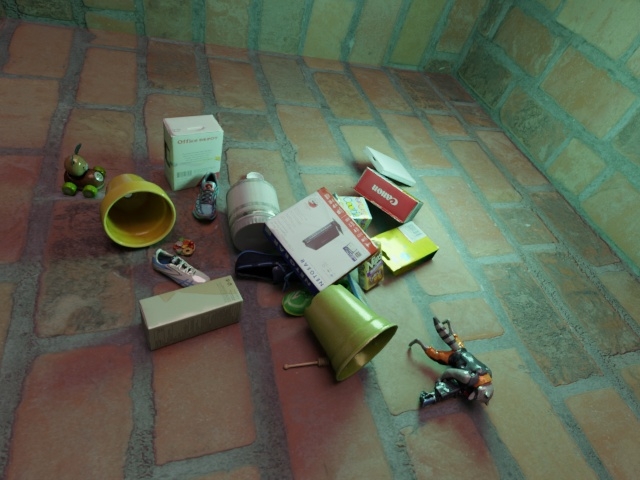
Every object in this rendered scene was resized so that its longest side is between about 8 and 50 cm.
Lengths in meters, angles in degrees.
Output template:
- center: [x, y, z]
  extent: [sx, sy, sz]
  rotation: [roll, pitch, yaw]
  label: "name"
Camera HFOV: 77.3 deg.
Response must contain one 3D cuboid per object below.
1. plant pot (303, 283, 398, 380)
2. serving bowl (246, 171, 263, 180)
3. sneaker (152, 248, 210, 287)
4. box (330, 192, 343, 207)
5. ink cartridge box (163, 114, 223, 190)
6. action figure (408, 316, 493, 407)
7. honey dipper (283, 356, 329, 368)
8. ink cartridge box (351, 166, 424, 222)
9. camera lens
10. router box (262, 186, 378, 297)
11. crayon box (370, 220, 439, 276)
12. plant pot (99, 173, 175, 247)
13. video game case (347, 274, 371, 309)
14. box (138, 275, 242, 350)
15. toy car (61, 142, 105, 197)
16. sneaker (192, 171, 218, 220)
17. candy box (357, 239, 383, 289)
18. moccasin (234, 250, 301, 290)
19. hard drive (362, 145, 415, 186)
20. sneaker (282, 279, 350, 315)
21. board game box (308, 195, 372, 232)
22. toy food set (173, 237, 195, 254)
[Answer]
- center: [0.085, 0.299, 1.405]
  extent: [0.276, 0.276, 0.254]
  rotation: [-23, 57, -34]
  label: "plant pot"
- center: [-0.324, -0.301, 1.979]
  extent: [0.084, 0.027, 0.083]
  rotation: [10, 47, -11]
  label: "serving bowl"
- center: [-0.523, 0.108, 1.497]
  extent: [0.238, 0.086, 0.085]
  rotation: [25, 44, 2]
  label: "sneaker"
- center: [0.021, -0.015, 1.680]
  extent: [0.243, 0.076, 0.307]
  rotation: [-26, 91, -23]
  label: "box"
- center: [-0.569, -0.389, 1.782]
  extent: [0.226, 0.306, 0.131]
  rotation: [-17, 57, -31]
  label: "ink cartridge box"
- center: [0.480, 0.460, 1.464]
  extent: [0.342, 0.178, 0.330]
  rotation: [-15, 46, -32]
  label: "action figure"
- center: [-0.051, 0.433, 1.404]
  extent: [0.161, 0.030, 0.030]
  rotation: [-4, 50, -16]
  label: "honey dipper"
- center: [0.333, -0.222, 1.980]
  extent: [0.310, 0.130, 0.272]
  rotation: [37, 15, 15]
  label: "ink cartridge box"
- center: [-0.279, -0.109, 1.685]
  extent: [0.220, 0.219, 0.274]
  rotation: [0, 49, -19]
  label: "camera lens"
- center: [0.000, 0.000, 1.530]
  extent: [0.301, 0.082, 0.335]
  rotation: [-35, 77, -26]
  label: "router box"
- center: [0.372, 0.041, 1.869]
  extent: [0.319, 0.081, 0.202]
  rotation: [-20, 58, -33]
  label: "crayon box"
- center: [-0.726, -0.137, 1.560]
  extent: [0.254, 0.253, 0.239]
  rotation: [-15, 39, -30]
  label: "plant pot"
- center: [0.155, 0.213, 1.598]
  extent: [0.015, 0.166, 0.119]
  rotation: [-28, 53, 10]
  label: "video game case"
- center: [-0.437, 0.242, 1.363]
  extent: [0.312, 0.147, 0.121]
  rotation: [-13, 54, -30]
  label: "box"
- center: [-0.979, -0.298, 1.639]
  extent: [0.149, 0.188, 0.154]
  rotation: [6, 48, -13]
  label: "toy car"
- center: [-0.502, -0.201, 1.758]
  extent: [0.104, 0.125, 0.261]
  rotation: [5, 48, -14]
  label: "sneaker"
- center: [0.209, 0.102, 1.685]
  extent: [0.109, 0.186, 0.053]
  rotation: [-26, 29, -35]
  label: "candy box"
- center: [-0.167, 0.131, 1.570]
  extent: [0.343, 0.137, 0.116]
  rotation: [4, 37, 9]
  label: "moccasin"
- center: [0.386, -0.409, 2.229]
  extent: [0.308, 0.040, 0.203]
  rotation: [10, 41, -44]
  label: "hard drive"
- center: [-0.013, 0.203, 1.558]
  extent: [0.296, 0.123, 0.109]
  rotation: [-12, 55, -27]
  label: "sneaker"
- center: [0.073, -0.106, 1.857]
  extent: [0.276, 0.144, 0.142]
  rotation: [-1, 50, -19]
  label: "board game box"
- center: [-0.546, 0.025, 1.609]
  extent: [0.083, 0.020, 0.083]
  rotation: [15, 46, -5]
  label: "toy food set"
